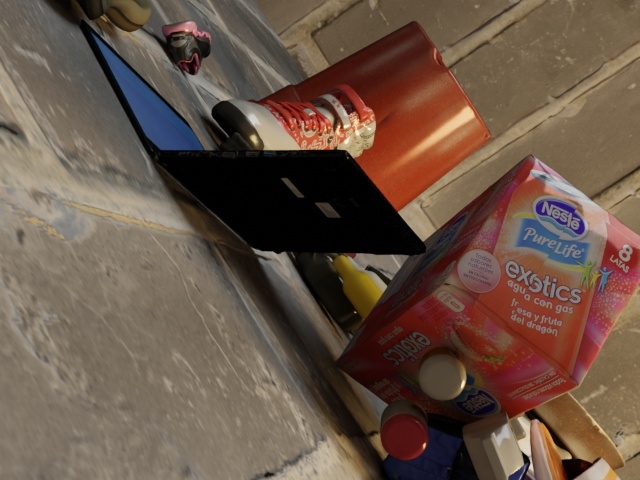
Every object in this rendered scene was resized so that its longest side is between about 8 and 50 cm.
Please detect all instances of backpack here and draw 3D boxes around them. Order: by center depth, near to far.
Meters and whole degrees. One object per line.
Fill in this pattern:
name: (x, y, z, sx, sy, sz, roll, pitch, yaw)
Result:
backpack: (0.113, 0.207, 1.383, 0.120, 0.101, 0.098, 25, -7, 11)

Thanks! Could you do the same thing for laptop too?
laptop: (-0.055, -0.087, 1.381, 0.234, 0.264, 0.136, 44, 51, -62)

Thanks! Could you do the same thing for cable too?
cable: (0.000, 0.000, 1.682, 0.287, 0.072, 0.139, 57, 1, 4)

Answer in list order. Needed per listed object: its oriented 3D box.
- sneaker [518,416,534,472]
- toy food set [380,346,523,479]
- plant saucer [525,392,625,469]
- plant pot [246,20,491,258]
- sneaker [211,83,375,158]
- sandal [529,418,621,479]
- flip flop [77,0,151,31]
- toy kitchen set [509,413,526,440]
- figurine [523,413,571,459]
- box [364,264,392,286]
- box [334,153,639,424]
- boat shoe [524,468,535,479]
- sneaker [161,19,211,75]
sneaker: (0.271, 0.336, 1.906, 0.292, 0.108, 0.169, 57, 3, -9)
toy food set: (0.116, 0.210, 1.276, 0.104, 0.111, 0.232, -69, 138, -80)
plant saucer: (0.282, 0.210, 2.123, 0.310, 0.050, 0.310, 46, -5, 5)
plant pot: (0.080, -0.157, 2.218, 0.272, 0.265, 0.272, 56, 6, -9)
sneaker: (-0.023, -0.136, 1.797, 0.090, 0.145, 0.270, 48, 0, 24)
sandal: (0.263, 0.270, 1.407, 0.265, 0.076, 0.102, 65, 12, -7)
flip flop: (-0.191, -0.250, 1.392, 0.112, 0.080, 0.277, 53, 5, 6)
toy kitchen set: (0.149, 0.198, 1.798, 0.166, 0.122, 0.207, -118, -168, -46)
figurine: (0.229, 0.245, 2.107, 0.209, 0.092, 0.215, 49, -5, 9)
box: (0.127, 0.101, 1.938, 0.184, 0.045, 0.191, 33, -1, 6)
box: (0.148, 0.063, 1.400, 0.142, 0.154, 0.300, 37, -25, -4)
boat shoe: (0.190, 0.308, 1.467, 0.102, 0.108, 0.301, 53, 14, -46)
sneaker: (-0.151, -0.214, 1.795, 0.119, 0.047, 0.057, 13, 64, -79)
